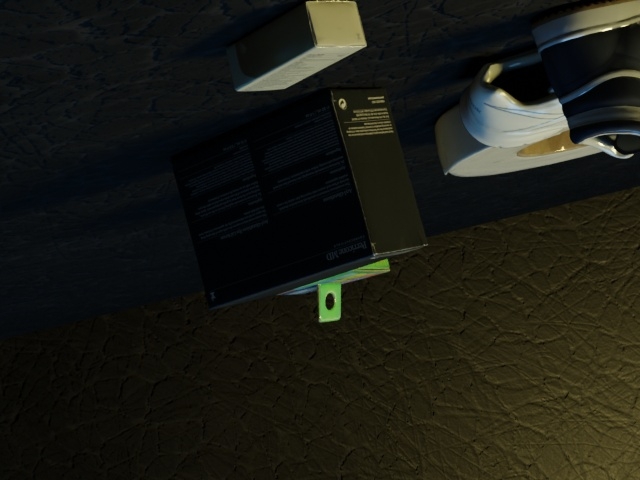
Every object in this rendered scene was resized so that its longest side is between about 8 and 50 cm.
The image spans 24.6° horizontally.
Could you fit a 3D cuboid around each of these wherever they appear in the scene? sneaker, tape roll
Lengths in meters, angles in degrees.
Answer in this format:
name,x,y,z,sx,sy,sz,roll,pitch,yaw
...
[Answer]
name,x,y,z,sx,sy,sz,roll,pitch,yaw
sneaker,0.300,-0.172,1.595,0.297,0.111,0.129,-15,168,1
sneaker,0.358,-0.172,1.473,0.282,0.153,0.099,-12,174,-14
tape roll,0.340,-0.166,1.870,0.392,0.072,0.392,-13,174,-1

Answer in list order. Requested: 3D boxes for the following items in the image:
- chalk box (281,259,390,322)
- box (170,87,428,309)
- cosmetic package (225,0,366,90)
name,x,y,z,sx,sy,sz,roll,pitch,yaw
chalk box,0.000,0.000,1.938,0.132,0.213,0.132,-17,173,23
box,-0.029,-0.043,1.637,0.261,0.184,0.103,-19,172,41
cosmetic package,-0.022,-0.163,1.239,0.060,0.041,0.115,-7,171,-42
